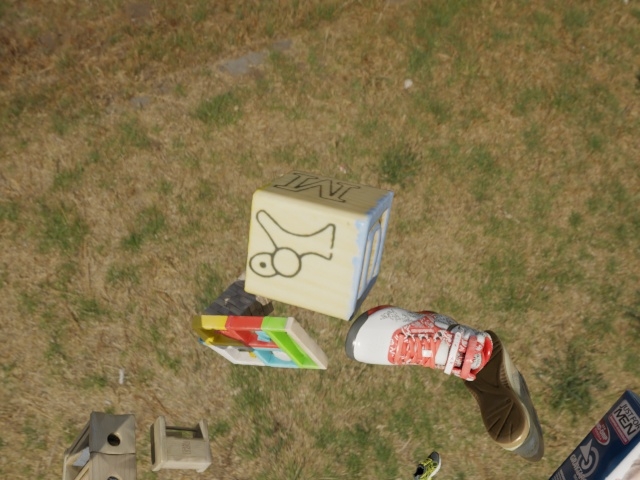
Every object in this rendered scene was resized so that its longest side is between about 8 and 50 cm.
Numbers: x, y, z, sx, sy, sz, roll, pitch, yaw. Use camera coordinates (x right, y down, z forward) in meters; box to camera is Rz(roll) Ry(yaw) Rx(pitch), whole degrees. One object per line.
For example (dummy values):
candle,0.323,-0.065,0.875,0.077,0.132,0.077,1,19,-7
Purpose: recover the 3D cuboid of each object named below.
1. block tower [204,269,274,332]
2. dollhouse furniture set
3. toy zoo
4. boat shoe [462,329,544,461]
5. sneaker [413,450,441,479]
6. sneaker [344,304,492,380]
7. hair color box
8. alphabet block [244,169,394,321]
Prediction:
block tower,-0.146,0.117,1.417,0.097,0.091,0.335,23,55,31
dollhouse furniture set,-0.278,0.356,0.853,0.183,0.129,0.129,17,38,-34
toy zoo,-0.149,0.222,1.226,0.293,0.192,0.030,-2,53,26
boat shoe,0.367,0.305,1.131,0.109,0.302,0.098,-40,113,19
sneaker,0.217,0.461,1.139,0.035,0.031,0.083,56,51,-20
sneaker,0.173,0.169,0.909,0.144,0.270,0.090,20,100,43
hair color box,0.436,0.416,0.835,0.173,0.105,0.347,31,106,0
alphabet block,0.000,0.000,0.980,0.197,0.193,0.193,15,21,15
